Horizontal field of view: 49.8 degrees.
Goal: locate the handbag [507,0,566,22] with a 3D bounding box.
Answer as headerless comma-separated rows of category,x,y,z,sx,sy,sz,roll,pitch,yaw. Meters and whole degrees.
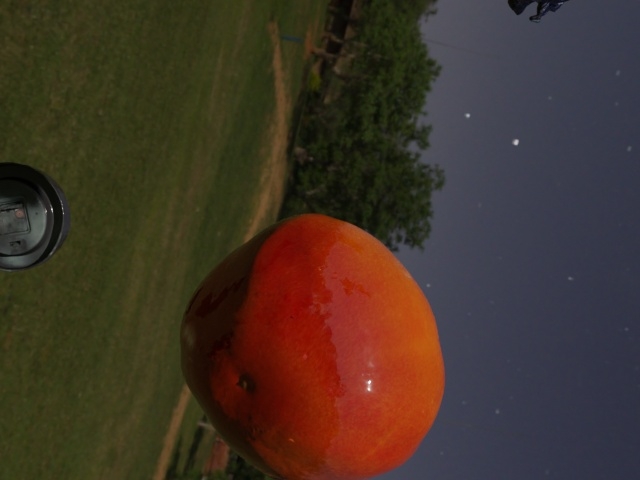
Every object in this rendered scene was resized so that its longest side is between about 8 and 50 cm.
handbag,0.245,-0.346,0.669,0.260,0.162,0.113,-49,-165,-8

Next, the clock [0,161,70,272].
clock,-0.512,-0.040,1.155,0.040,0.185,0.184,-61,165,-83

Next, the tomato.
tomato,-0.017,0.108,0.640,0.180,0.260,0.259,-5,113,-56
